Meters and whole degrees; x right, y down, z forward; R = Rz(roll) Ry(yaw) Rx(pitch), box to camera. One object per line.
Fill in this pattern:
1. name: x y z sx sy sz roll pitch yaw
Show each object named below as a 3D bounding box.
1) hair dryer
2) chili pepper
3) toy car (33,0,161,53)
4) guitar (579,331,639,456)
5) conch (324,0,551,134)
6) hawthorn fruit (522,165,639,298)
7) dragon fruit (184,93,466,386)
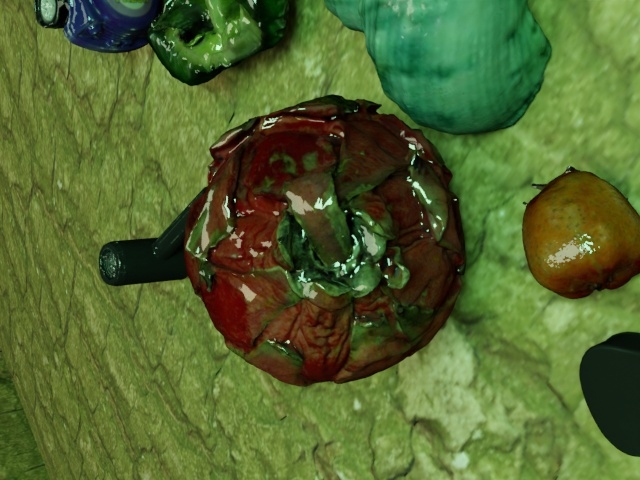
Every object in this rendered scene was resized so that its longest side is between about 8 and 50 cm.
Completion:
1. hair dryer: -0.213 -0.016 1.045 0.255 0.128 0.070 -43 65 40
2. chili pepper: -0.107 -0.263 0.826 0.264 0.116 0.148 -14 101 56
3. toy car: -0.291 -0.382 0.995 0.158 0.172 0.235 -15 92 41
4. guitar: 0.272 0.074 0.439 0.271 0.038 0.084 -35 73 54
5. conch: 0.071 -0.189 0.555 0.202 0.134 0.196 51 137 31
6. hawthorn fruit: 0.179 -0.009 0.513 0.081 0.081 0.093 -45 52 51
7. dragon fruit: 0.000 0.000 0.611 0.299 0.244 0.244 50 -159 -81
